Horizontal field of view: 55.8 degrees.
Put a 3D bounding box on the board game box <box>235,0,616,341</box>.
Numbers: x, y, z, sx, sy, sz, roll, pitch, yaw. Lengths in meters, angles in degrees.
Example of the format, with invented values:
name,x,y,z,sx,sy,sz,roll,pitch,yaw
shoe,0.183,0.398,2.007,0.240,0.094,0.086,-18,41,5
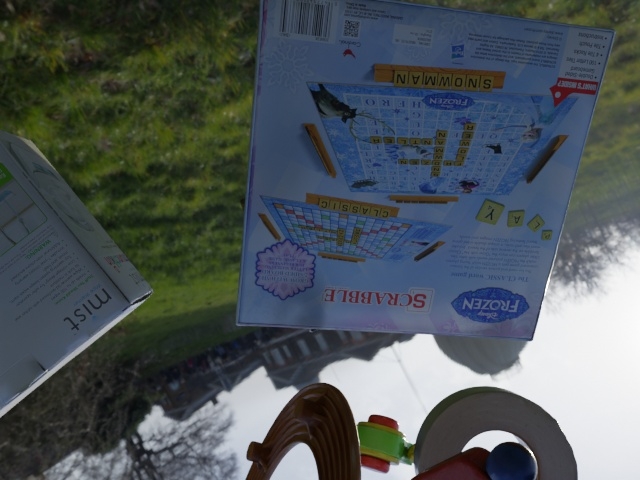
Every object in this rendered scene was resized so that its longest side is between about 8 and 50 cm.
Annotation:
name,x,y,z,sx,sy,sz,roll,pitch,yaw
board game box,0.085,-0.061,0.592,0.318,0.318,0.066,5,-160,-8

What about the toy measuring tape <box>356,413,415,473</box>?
name,x,y,z,sx,sy,sz,roll,pitch,yaw
toy measuring tape,0.064,0.417,1.291,0.329,0.122,0.121,8,-163,21

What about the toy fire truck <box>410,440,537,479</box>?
name,x,y,z,sx,sy,sz,roll,pitch,yaw
toy fire truck,0.219,0.348,0.639,0.169,0.302,0.254,-12,128,-41

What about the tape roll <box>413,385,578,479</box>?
name,x,y,z,sx,sy,sz,roll,pitch,yaw
tape roll,0.247,0.324,0.869,0.219,0.219,0.072,-27,172,0

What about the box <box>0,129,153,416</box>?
name,x,y,z,sx,sy,sz,roll,pitch,yaw
box,-0.357,0.054,0.636,0.262,0.231,0.127,-39,-175,-2

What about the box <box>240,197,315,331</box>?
name,x,y,z,sx,sy,sz,roll,pitch,yaw
box,0.000,0.000,0.928,0.166,0.169,0.203,-26,-156,-11

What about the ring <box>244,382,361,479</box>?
name,x,y,z,sx,sy,sz,roll,pitch,yaw
ring,-0.055,0.288,0.539,0.337,0.032,0.337,-59,-163,31
